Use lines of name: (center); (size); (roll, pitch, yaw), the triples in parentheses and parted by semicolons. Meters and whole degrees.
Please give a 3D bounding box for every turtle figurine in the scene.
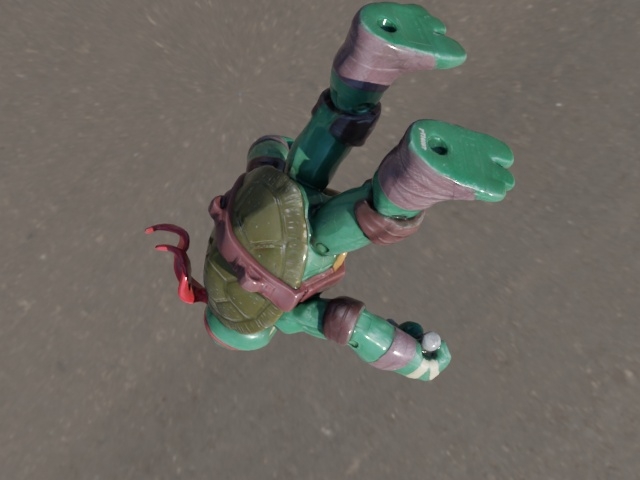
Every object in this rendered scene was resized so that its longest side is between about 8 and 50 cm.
turtle figurine: (0.000, 0.000, 0.593); (0.118, 0.234, 0.175); (-17, 65, -40)
